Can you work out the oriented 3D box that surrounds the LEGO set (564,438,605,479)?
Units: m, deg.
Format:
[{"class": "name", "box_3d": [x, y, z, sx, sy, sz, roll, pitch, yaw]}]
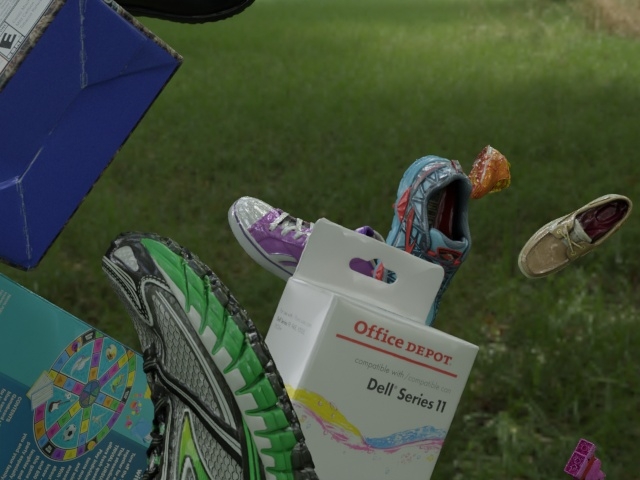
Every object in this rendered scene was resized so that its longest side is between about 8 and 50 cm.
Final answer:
[{"class": "LEGO set", "box_3d": [0.324, 0.377, 1.254, 0.087, 0.227, 0.093, 20, -16, 46]}]

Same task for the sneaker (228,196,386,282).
[{"class": "sneaker", "box_3d": [0.001, 0.000, 1.536, 0.282, 0.161, 0.102, 39, 38, 0]}]

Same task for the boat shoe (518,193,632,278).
[{"class": "boat shoe", "box_3d": [0.268, -0.008, 1.061, 0.135, 0.050, 0.045, -36, -5, -4]}]

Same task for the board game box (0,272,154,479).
[{"class": "board game box", "box_3d": [-0.244, 0.203, 0.893, 0.336, 0.253, 0.079, 37, -23, -32]}]

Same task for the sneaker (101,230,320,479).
[{"class": "sneaker", "box_3d": [-0.079, 0.156, 0.688, 0.146, 0.343, 0.134, -21, -2, -6]}]

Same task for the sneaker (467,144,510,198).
[{"class": "sneaker", "box_3d": [0.274, -0.105, 1.613, 0.067, 0.064, 0.175, 37, 30, 2]}]

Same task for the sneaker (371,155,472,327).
[{"class": "sneaker", "box_3d": [0.146, 0.014, 1.398, 0.104, 0.261, 0.125, 6, 6, -22]}]

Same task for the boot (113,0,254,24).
[{"class": "boot", "box_3d": [-0.191, -0.321, 1.130, 0.247, 0.094, 0.207, -1, -8, -1]}]

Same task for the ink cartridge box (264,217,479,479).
[{"class": "ink cartridge box", "box_3d": [0.036, 0.174, 1.129, 0.207, 0.353, 0.119, 21, -2, -28]}]

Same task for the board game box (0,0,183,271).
[{"class": "board game box", "box_3d": [-0.308, -0.154, 0.885, 0.291, 0.232, 0.141, 37, 2, 34]}]
